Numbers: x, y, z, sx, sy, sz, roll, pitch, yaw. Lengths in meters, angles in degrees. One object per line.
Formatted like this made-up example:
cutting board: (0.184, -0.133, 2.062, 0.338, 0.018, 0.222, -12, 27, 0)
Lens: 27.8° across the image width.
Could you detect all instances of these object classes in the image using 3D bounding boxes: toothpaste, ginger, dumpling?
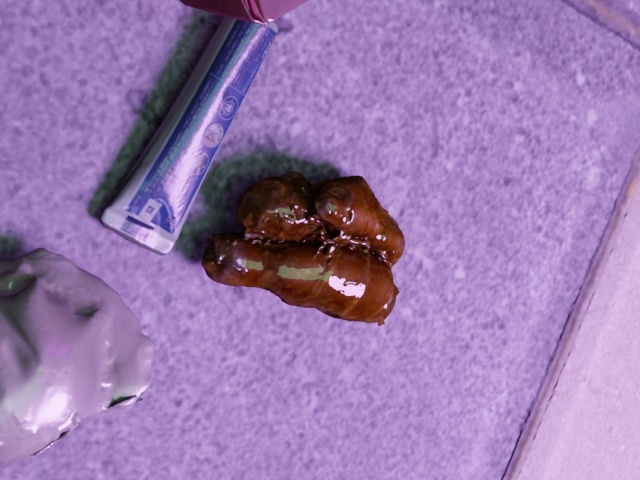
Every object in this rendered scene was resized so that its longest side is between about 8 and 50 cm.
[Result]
toothpaste: (-0.077, -0.085, 0.852, 0.057, 0.035, 0.197, 29, 89, -31)
ginger: (0.000, 0.000, 0.907, 0.162, 0.073, 0.103, 15, 94, -36)
dumpling: (-0.197, 0.072, 0.779, 0.188, 0.108, 0.127, -21, 93, -11)

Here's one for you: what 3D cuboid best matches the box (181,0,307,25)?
box: (-0.015, -0.198, 0.815, 0.156, 0.111, 0.060, -35, 122, -20)
